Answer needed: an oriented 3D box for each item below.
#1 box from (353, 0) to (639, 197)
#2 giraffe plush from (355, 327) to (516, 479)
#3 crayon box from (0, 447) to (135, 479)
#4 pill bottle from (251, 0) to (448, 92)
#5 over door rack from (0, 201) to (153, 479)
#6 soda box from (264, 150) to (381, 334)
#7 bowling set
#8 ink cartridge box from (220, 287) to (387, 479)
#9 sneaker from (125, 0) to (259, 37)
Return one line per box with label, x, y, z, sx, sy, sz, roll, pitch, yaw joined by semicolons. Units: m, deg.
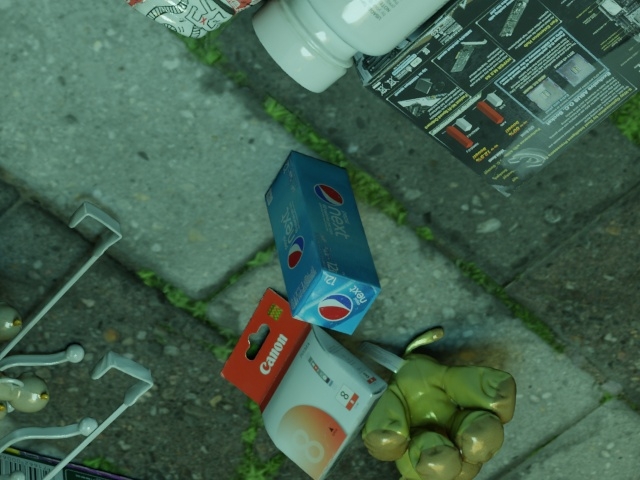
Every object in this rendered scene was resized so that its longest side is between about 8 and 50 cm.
box;0.222;-0.212;1.728;0.307;0.076;0.242;-41;130;20
giraffe plush;0.128;0.228;2.008;0.181;0.210;0.170;-31;138;-19
crayon box;-0.316;0.426;2.116;0.363;0.106;0.313;19;122;-24
pill bottle;0.050;-0.252;1.637;0.229;0.131;0.131;-40;125;19
over door rack;-0.266;0.162;1.822;0.108;0.239;0.324;16;127;-30
soda box;0.000;0.000;1.775;0.071;0.210;0.067;18;123;-23
bowling set;-0.382;0.096;1.794;0.287;0.199;0.154;-9;154;42
ink cartridge box;-0.029;0.163;1.938;0.179;0.045;0.145;37;122;13
sneaker;-0.163;-0.299;1.582;0.145;0.090;0.270;-34;120;28
